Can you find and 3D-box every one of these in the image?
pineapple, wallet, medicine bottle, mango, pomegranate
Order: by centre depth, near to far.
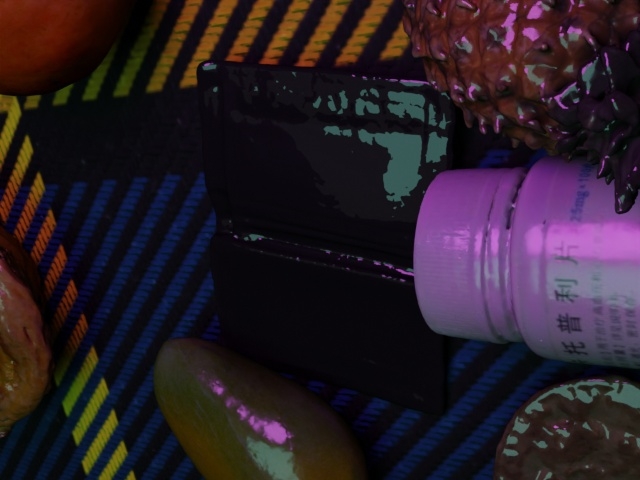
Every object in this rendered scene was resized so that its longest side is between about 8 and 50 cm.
[{"bbox_3d":[0.161,-0.094,0.548,0.279,0.157,0.158,61,138,43],"label":"pineapple"},{"bbox_3d":[0.204,0.014,0.639,0.254,0.152,0.152,1,112,29],"label":"medicine bottle"},{"bbox_3d":[-0.254,-0.221,0.767,0.209,0.209,0.209,12,117,25],"label":"pomegranate"},{"bbox_3d":[0.000,0.000,0.818,0.247,0.041,0.323,12,121,26],"label":"wallet"},{"bbox_3d":[-0.065,0.194,0.893,0.251,0.114,0.156,31,139,9],"label":"mango"}]

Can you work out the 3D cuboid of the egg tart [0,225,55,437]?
[{"bbox_3d":[-0.424,0.065,1.021,0.341,0.129,0.341,9,124,15],"label":"egg tart"}]

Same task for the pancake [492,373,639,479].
[{"bbox_3d":[0.263,0.213,0.763,0.236,0.042,0.223,6,110,24],"label":"pancake"}]
